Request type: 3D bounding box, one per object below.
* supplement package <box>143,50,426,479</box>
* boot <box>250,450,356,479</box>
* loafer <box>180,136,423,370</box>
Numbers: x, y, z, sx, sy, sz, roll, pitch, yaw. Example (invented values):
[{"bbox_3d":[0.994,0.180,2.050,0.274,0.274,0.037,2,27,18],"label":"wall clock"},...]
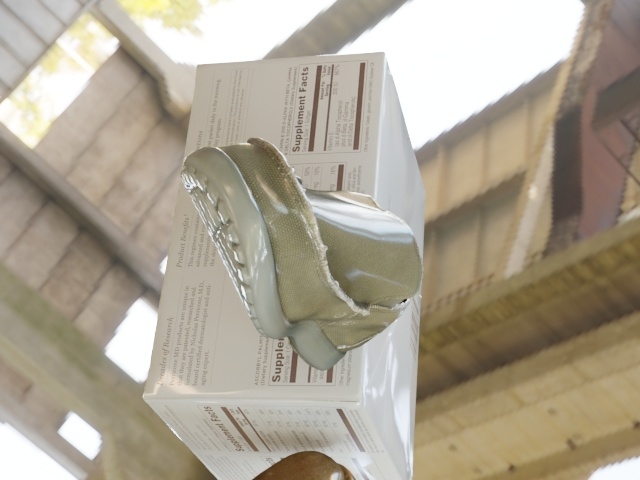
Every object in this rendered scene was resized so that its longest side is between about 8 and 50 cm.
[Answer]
[{"bbox_3d":[-0.012,0.031,0.873,0.145,0.204,0.262,-1,-118,13],"label":"supplement package"},{"bbox_3d":[-0.102,0.189,0.680,0.305,0.115,0.112,-31,-168,-33],"label":"boot"},{"bbox_3d":[0.000,0.000,0.614,0.087,0.094,0.251,-28,164,2],"label":"loafer"}]
